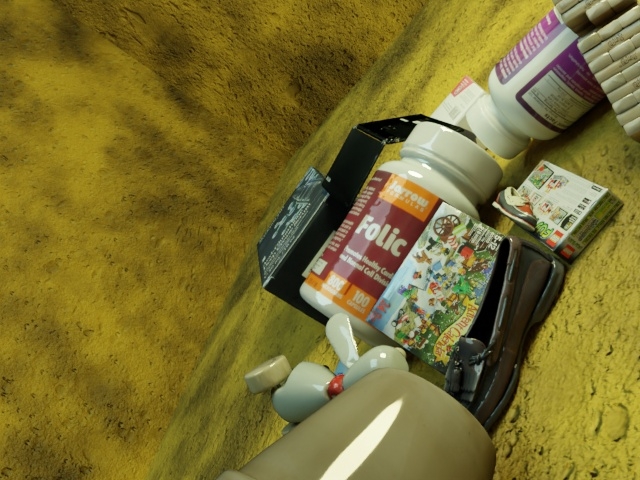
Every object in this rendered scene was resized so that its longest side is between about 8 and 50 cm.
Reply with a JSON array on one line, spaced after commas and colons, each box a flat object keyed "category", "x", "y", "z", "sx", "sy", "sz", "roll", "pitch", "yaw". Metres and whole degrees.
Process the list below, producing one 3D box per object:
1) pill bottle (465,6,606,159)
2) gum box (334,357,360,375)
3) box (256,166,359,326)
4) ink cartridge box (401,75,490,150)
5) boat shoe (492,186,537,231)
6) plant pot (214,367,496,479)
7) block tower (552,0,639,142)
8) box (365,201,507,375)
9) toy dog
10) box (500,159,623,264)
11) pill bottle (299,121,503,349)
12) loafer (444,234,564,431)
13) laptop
[{"category": "pill bottle", "x": 0.400, "y": -0.281, "z": 1.046, "sx": 0.301, "sy": 0.169, "sz": 0.169, "roll": -44, "pitch": 19, "yaw": 37}, {"category": "gum box", "x": 0.062, "y": 0.297, "z": 1.142, "sx": 0.157, "sy": 0.041, "sz": 0.184, "roll": -63, "pitch": 16, "yaw": -22}, {"category": "box", "x": 0.000, "y": 0.000, "z": 1.627, "sx": 0.293, "sy": 0.212, "sz": 0.395, "roll": -55, "pitch": 14, "yaw": 7}, {"category": "ink cartridge box", "x": 0.303, "y": -0.239, "z": 1.391, "sx": 0.237, "sy": 0.100, "sz": 0.172, "roll": -49, "pitch": 16, "yaw": 21}, {"category": "boat shoe", "x": 0.308, "y": -0.051, "z": 0.950, "sx": 0.043, "sy": 0.049, "sz": 0.137, "roll": -51, "pitch": 11, "yaw": 12}, {"category": "plant pot", "x": 0.056, "y": 0.313, "z": 0.709, "sx": 0.280, "sy": 0.323, "sz": 0.323, "roll": -46, "pitch": 9, "yaw": -28}, {"category": "block tower", "x": 0.406, "y": -0.307, "z": 0.859, "sx": 0.097, "sy": 0.335, "sz": 0.091, "roll": -31, "pitch": -17, "yaw": 35}, {"category": "box", "x": 0.201, "y": 0.076, "z": 0.967, "sx": 0.233, "sy": 0.159, "sz": 0.044, "roll": -57, "pitch": -28, "yaw": -2}, {"category": "toy dog", "x": 0.033, "y": 0.233, "z": 1.013, "sx": 0.334, "sy": 0.220, "sz": 0.161, "roll": -3, "pitch": 20, "yaw": 40}, {"category": "box", "x": 0.362, "y": -0.051, "z": 0.941, "sx": 0.114, "sy": 0.036, "sz": 0.207, "roll": -53, "pitch": 15, "yaw": 13}, {"category": "pill bottle", "x": 0.154, "y": -0.005, "z": 1.133, "sx": 0.392, "sy": 0.224, "sz": 0.224, "roll": -57, "pitch": 15, "yaw": -2}, {"category": "loafer", "x": 0.230, "y": 0.133, "z": 0.853, "sx": 0.302, "sy": 0.095, "sz": 0.109, "roll": -59, "pitch": 15, "yaw": -11}, {"category": "laptop", "x": 0.146, "y": -0.180, "z": 1.335, "sx": 0.234, "sy": 0.264, "sz": 0.136, "roll": -125, "pitch": 26, "yaw": -67}]
